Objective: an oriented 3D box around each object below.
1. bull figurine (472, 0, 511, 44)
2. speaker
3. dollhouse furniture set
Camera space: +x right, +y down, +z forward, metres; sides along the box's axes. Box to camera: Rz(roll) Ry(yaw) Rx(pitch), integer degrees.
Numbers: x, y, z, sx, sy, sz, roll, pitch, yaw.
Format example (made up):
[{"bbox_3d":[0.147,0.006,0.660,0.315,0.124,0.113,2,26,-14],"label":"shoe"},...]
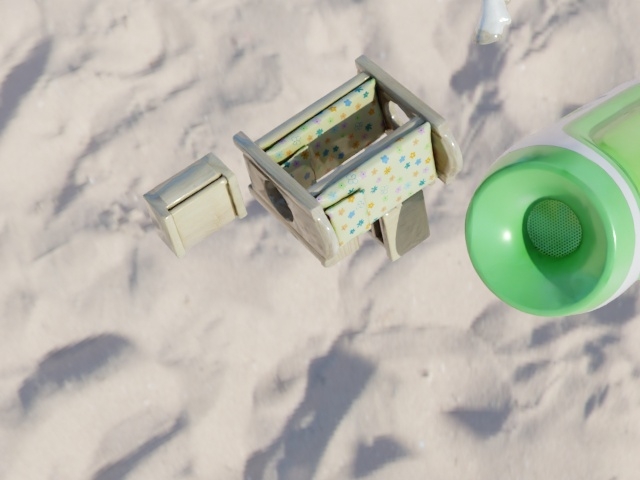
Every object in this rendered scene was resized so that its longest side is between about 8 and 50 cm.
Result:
[{"bbox_3d":[0.137,-0.254,0.926,0.310,0.188,0.101,-22,26,-2],"label":"bull figurine"},{"bbox_3d":[0.218,-0.041,1.022,0.131,0.131,0.296,31,30,20],"label":"speaker"},{"bbox_3d":[0.000,0.000,0.932,0.182,0.161,0.101,-34,52,-16],"label":"dollhouse furniture set"}]
